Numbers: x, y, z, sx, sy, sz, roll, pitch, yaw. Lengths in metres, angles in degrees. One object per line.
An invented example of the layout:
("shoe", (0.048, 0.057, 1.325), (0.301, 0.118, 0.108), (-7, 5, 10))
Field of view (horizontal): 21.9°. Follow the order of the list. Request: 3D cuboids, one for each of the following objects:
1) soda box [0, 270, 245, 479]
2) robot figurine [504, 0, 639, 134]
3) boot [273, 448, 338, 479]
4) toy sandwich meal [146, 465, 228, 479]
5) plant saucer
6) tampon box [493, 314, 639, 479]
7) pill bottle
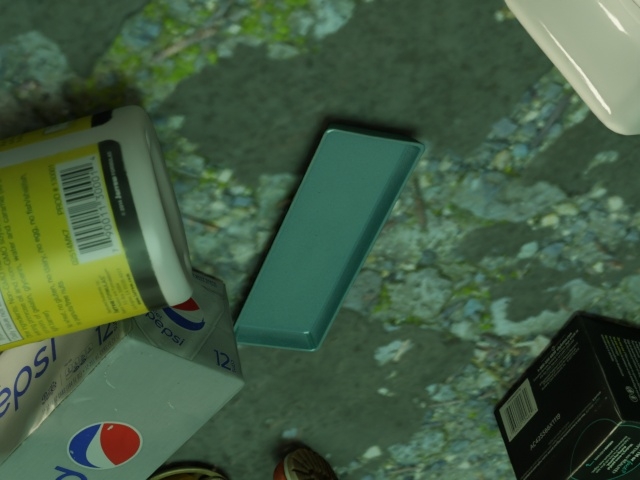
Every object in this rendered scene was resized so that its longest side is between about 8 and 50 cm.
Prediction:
("soda box", (-0.177, 0.130, 1.089), (0.098, 0.091, 0.286), (24, 124, -34))
("robot figurine", (0.250, -0.202, 0.790), (0.353, 0.199, 0.300), (-44, 166, 27))
("boot", (-0.015, 0.216, 1.245), (0.085, 0.059, 0.158), (-18, 137, 11))
("toy sandwich meal", (-0.104, 0.200, 1.221), (0.086, 0.029, 0.085), (-7, 135, -7))
("plant saucer", (0.000, 0.000, 1.059), (0.067, 0.018, 0.192), (8, 131, -22))
("tampon box", (0.233, 0.141, 1.199), (0.161, 0.101, 0.120), (14, 129, -28))
("pill bottle", (-0.186, 0.004, 0.941), (0.209, 0.119, 0.119), (-14, 136, 0))
